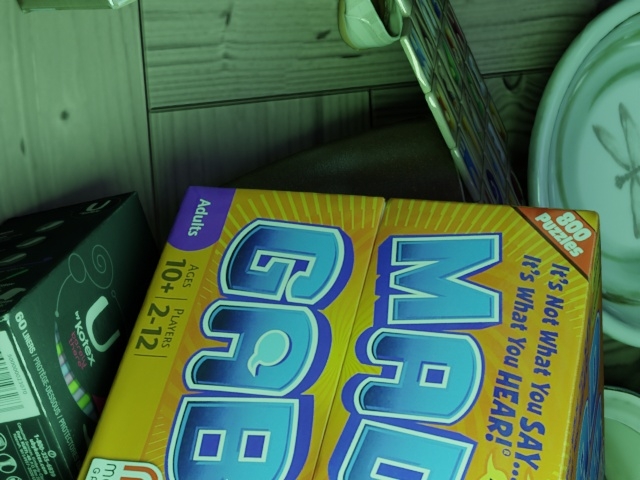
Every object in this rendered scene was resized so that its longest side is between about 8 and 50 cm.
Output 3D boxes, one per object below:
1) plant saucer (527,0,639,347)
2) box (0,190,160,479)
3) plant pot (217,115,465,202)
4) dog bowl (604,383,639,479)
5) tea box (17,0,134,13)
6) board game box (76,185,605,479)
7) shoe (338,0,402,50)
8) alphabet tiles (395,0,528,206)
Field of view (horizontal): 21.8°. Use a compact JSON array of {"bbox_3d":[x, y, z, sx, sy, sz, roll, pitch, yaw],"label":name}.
[{"bbox_3d":[0.368,-0.083,1.841,0.400,0.100,0.400,-5,99,-30],"label":"plant saucer"},{"bbox_3d":[-0.234,0.089,1.394,0.270,0.143,0.165,-55,131,-62],"label":"box"},{"bbox_3d":[0.000,0.000,1.586,0.230,0.215,0.215,-7,100,-13],"label":"plant pot"},{"bbox_3d":[0.224,0.340,1.777,0.408,0.150,0.408,-5,99,-31],"label":"dog bowl"},{"bbox_3d":[-0.142,-0.402,1.425,0.329,0.220,0.323,-29,109,-25],"label":"tea box"},{"bbox_3d":[0.040,0.211,1.388,0.356,0.356,0.356,80,20,-46],"label":"board game box"},{"bbox_3d":[0.046,-0.298,1.644,0.077,0.058,0.219,-15,103,-29],"label":"shoe"},{"bbox_3d":[0.136,-0.144,1.623,0.011,0.285,0.342,-20,111,16],"label":"alphabet tiles"}]
